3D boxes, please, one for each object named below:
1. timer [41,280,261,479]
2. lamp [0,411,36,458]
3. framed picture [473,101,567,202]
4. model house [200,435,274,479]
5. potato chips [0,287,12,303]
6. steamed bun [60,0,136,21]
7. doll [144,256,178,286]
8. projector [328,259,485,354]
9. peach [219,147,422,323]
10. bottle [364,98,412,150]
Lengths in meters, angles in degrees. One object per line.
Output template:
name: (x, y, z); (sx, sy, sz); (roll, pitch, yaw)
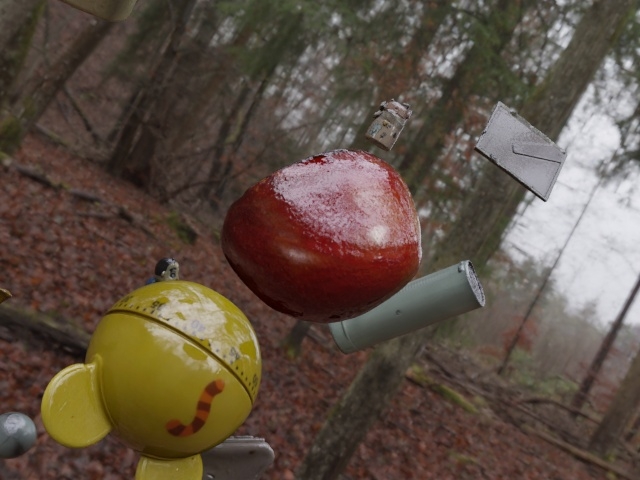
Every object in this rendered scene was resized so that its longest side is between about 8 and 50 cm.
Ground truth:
timer: (-0.304, 0.276, 1.337); (0.376, 0.387, 0.376); (23, -30, 14)
lamp: (-0.692, 0.436, 1.570); (0.105, 0.105, 0.105); (30, -4, 2)
framed picture: (0.610, -0.271, 2.120); (0.281, 0.209, 0.019); (36, -26, -8)
model house: (-0.212, 0.485, 1.516); (0.229, 0.122, 0.188); (-4, -8, -4)
potato chips: (-0.701, 0.105, 1.275); (0.406, 0.080, 0.057); (-1, -41, 38)
steamed bun: (-0.475, -0.588, 1.450); (0.250, 0.200, 0.155); (29, 38, -7)
doll: (-0.500, 0.128, 2.211); (0.089, 0.179, 0.102); (34, 17, 12)
projector: (0.185, 0.149, 1.537); (0.108, 0.337, 0.108); (51, 25, -36)
peach: (0.000, 0.000, 0.985); (0.274, 0.249, 0.245); (-7, 35, -22)
bottle: (0.205, -0.354, 2.102); (0.099, 0.152, 0.099); (31, 3, -2)
